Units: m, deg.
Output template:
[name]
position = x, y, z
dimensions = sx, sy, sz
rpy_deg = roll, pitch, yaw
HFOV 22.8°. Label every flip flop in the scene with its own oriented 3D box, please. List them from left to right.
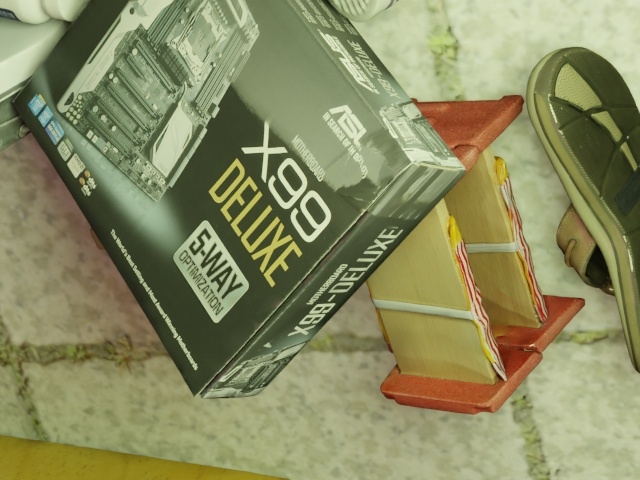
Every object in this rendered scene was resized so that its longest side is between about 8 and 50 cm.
[flip flop]
position = 0.217, -0.021, 1.221
dimensions = 0.080, 0.112, 0.277
rpy_deg = -3, 125, 48

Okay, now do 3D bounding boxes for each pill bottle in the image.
[pill bottle]
position = -0.243, -0.209, 1.263
dimensions = 0.120, 0.067, 0.067
rpy_deg = 15, 127, 23

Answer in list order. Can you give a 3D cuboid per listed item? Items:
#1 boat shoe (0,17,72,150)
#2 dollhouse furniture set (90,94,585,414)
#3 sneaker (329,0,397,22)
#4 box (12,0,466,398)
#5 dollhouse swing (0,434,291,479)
[boat shoe]
position = -0.315, -0.078, 1.271
dimensions = 0.108, 0.301, 0.102
rpy_deg = 26, 144, 43
[dollhouse furniture set]
position = 0.000, 0.000, 1.304
dimensions = 0.374, 0.152, 0.201
rpy_deg = 5, 126, 38
[sneaker]
position = 0.081, -0.271, 1.040
dimensions = 0.102, 0.161, 0.282
rpy_deg = 54, 161, 13
[box]
position = -0.070, -0.077, 1.164
dimensions = 0.242, 0.076, 0.307
rpy_deg = -47, 61, 24
[dollhouse swing]
position = -0.220, 0.373, 1.532
dimensions = 0.346, 0.315, 0.305
rpy_deg = 7, 104, 15
